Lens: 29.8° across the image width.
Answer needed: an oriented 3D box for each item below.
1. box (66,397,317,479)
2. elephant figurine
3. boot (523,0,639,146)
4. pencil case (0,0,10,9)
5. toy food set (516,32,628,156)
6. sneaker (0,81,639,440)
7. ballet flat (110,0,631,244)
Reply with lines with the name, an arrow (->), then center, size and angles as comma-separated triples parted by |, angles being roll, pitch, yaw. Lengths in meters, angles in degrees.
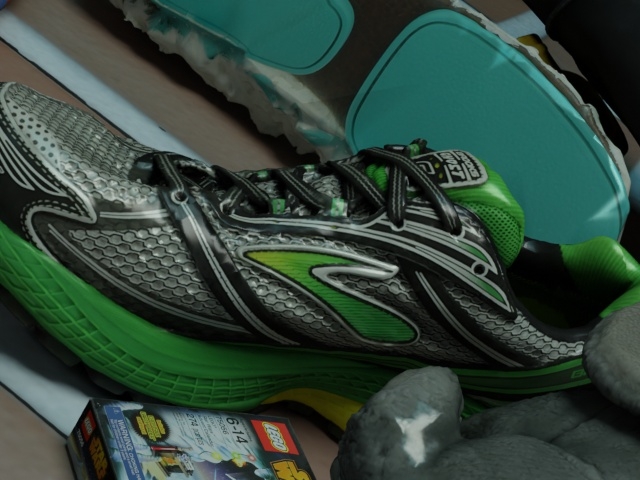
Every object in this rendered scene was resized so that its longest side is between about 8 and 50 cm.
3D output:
box -> -0.032, 0.119, 0.441 | 0.093, 0.027, 0.137 | 12, 33, -36
elephant figurine -> 0.135, 0.077, 0.424 | 0.239, 0.169, 0.186 | -25, 62, -10
boot -> 0.237, -0.127, 0.880 | 0.367, 0.146, 0.445 | 20, 42, -46
pencil case -> -0.210, -0.170, 0.664 | 0.104, 0.104, 0.236 | 28, 25, -7
toy food set -> 0.177, -0.095, 0.969 | 0.128, 0.071, 0.218 | 52, 23, 5
sneaker -> 0.000, 0.000, 0.545 | 0.343, 0.146, 0.134 | 20, 29, -22
ballet flat -> 0.029, -0.106, 0.786 | 0.409, 0.147, 0.147 | 39, 27, 12
